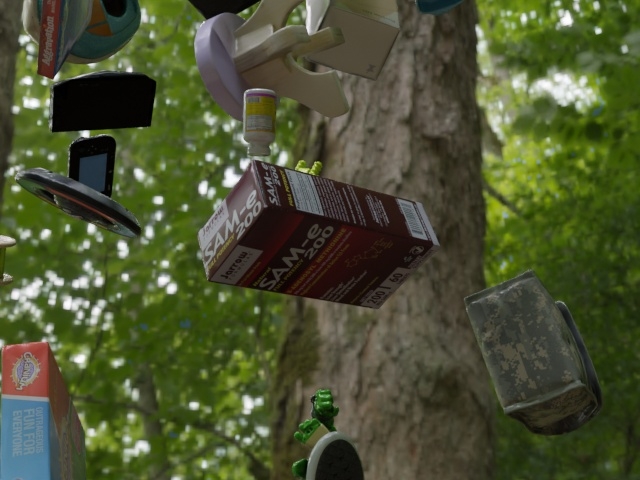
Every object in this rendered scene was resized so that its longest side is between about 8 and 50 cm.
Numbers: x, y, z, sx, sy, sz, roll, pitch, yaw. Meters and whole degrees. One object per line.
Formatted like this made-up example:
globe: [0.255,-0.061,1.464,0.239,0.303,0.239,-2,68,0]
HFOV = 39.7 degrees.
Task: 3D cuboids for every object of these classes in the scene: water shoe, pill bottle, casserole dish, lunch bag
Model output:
water shoe: [0.011,0.317,1.096,0.073,0.080,0.203,-15,-67,-20]
pill bottle: [-0.079,-0.152,1.153,0.043,0.083,0.043,1,-4,0]
casserole dish: [0.215,-0.481,1.563,0.114,0.037,0.188,-20,-32,-11]
lunch bag: [0.407,0.221,1.643,0.169,0.235,0.287,-25,-30,16]

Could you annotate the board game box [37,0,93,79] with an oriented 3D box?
board game box: [-0.314,-0.354,1.129,0.027,0.145,0.281,19,-42,-7]

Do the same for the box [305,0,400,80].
box: [0.056,-0.451,1.676,0.148,0.311,0.121,14,-48,-16]

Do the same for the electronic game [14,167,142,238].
electronic game: [-0.412,-0.060,1.516,0.229,0.048,0.229,23,-11,5]

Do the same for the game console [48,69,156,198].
game console: [-0.475,-0.208,1.907,0.213,0.044,0.361,-8,-42,-26]

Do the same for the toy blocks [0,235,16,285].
toy blocks: [-0.456,0.062,1.167,0.123,0.148,0.054,14,13,30]

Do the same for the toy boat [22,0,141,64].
toy boat: [-0.433,-0.472,1.557,0.148,0.267,0.318,-8,-64,30]

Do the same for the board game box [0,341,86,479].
board game box: [-0.394,0.327,1.281,0.064,0.242,0.316,-7,-34,-9]

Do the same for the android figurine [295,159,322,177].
android figurine: [-0.076,-0.052,1.929,0.056,0.273,0.248,33,-10,-33]

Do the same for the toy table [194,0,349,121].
toy table: [-0.069,-0.294,1.384,0.161,0.274,0.252,-18,-72,20]

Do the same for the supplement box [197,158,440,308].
supplement box: [0.000,0.000,0.992,0.239,0.073,0.130,12,-46,-34]

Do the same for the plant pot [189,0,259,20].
plant pot: [-0.156,-0.478,1.500,0.167,0.187,0.188,-37,-72,28]

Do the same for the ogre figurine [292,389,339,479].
ogre figurine: [0.010,0.320,1.245,0.097,0.197,0.118,-23,-17,-6]
